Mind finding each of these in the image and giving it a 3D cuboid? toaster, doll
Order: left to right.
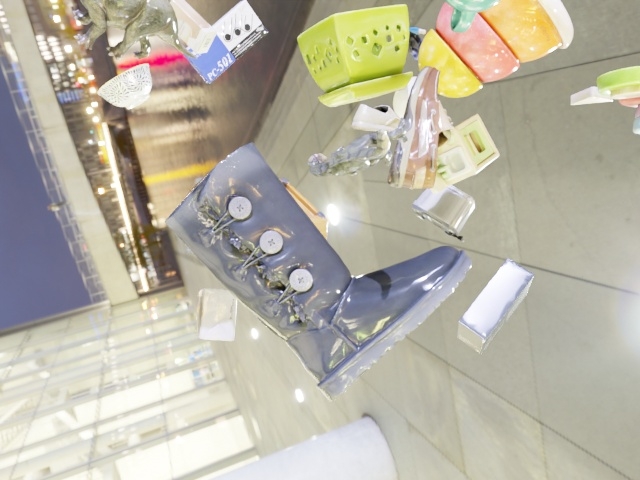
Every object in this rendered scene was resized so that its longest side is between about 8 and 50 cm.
[{"bbox_3d":[0.322,-0.681,1.838,0.189,0.046,0.129,47,153,-7],"label":"doll"},{"bbox_3d":[0.456,-0.116,1.932,0.227,0.146,0.129,34,180,23],"label":"toaster"}]

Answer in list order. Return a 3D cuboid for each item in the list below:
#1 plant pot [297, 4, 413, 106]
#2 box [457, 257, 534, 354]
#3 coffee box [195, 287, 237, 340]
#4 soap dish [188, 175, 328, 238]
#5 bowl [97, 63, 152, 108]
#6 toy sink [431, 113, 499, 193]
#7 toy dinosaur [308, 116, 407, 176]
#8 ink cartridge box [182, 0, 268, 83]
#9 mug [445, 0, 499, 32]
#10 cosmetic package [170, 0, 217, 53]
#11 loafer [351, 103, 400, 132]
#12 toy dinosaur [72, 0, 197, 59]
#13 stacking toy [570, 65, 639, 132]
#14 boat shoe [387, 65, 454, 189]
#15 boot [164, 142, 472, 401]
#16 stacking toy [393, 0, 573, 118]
[{"bbox_3d":[0.100,-0.478,1.413,0.227,0.228,0.207,10,117,64],"label":"plant pot"},{"bbox_3d":[0.550,0.211,1.687,0.103,0.261,0.184,36,166,23],"label":"box"},{"bbox_3d":[-0.309,0.216,1.565,0.246,0.098,0.141,153,121,-72],"label":"coffee box"},{"bbox_3d":[-0.137,-0.065,1.286,0.229,0.290,0.118,45,117,31],"label":"soap dish"},{"bbox_3d":[-0.552,-0.435,1.553,0.080,0.170,0.170,60,167,-15],"label":"bowl"},{"bbox_3d":[0.418,-0.266,1.627,0.131,0.234,0.153,-24,96,51],"label":"toy sink"},{"bbox_3d":[0.074,-0.142,0.846,0.268,0.118,0.064,-10,100,65],"label":"toy dinosaur"},{"bbox_3d":[-0.243,-0.507,1.364,0.097,0.207,0.046,51,172,-30],"label":"ink cartridge box"},{"bbox_3d":[0.263,-0.440,0.896,0.158,0.129,0.097,56,-162,-32],"label":"mug"},{"bbox_3d":[-0.296,-0.485,1.207,0.115,0.041,0.060,44,125,6],"label":"cosmetic package"},{"bbox_3d":[0.231,-0.423,1.861,0.102,0.268,0.092,25,114,50],"label":"loafer"},{"bbox_3d":[-0.349,-0.417,0.975,0.160,0.313,0.121,-40,39,31],"label":"toy dinosaur"},{"bbox_3d":[0.693,-0.265,1.098,0.309,0.279,0.130,-24,-68,-85],"label":"stacking toy"},{"bbox_3d":[0.247,-0.255,1.253,0.122,0.119,0.324,90,-164,-70],"label":"boat shoe"},{"bbox_3d":[-0.002,0.001,0.966,0.445,0.367,0.146,48,173,6],"label":"boot"},{"bbox_3d":[0.379,-0.511,1.435,0.350,0.480,0.351,41,-157,-22],"label":"stacking toy"}]
